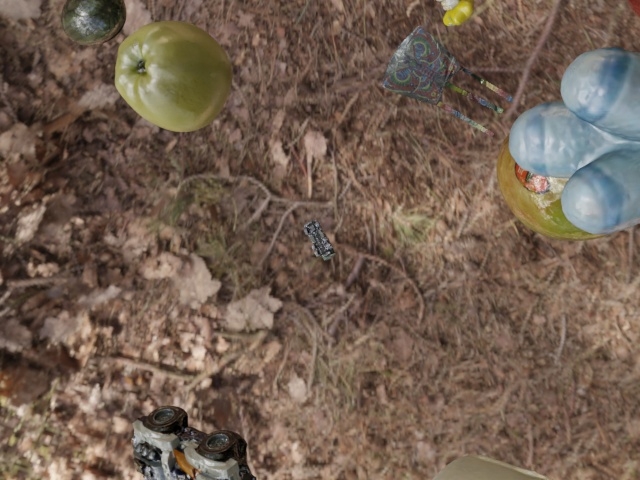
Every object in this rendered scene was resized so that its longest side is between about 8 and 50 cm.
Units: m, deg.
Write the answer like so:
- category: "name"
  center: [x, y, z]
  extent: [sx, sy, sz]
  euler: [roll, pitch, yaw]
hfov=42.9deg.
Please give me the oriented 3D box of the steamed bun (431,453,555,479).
- category: "steamed bun"
  center: [0.167, 0.343, 0.771]
  extent: [0.146, 0.164, 0.241]
  euler: [7, 123, 38]

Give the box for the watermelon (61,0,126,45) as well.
- category: "watermelon"
  center: [-0.305, -0.301, 1.092]
  extent: [0.111, 0.078, 0.078]
  euler: [-8, 128, 46]

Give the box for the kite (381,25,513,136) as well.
- category: "kite"
  center: [0.274, -0.330, 1.742]
  extent: [0.285, 0.015, 0.152]
  euler: [36, 98, 17]

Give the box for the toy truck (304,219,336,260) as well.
- category: "toy truck"
  center: [0.000, 0.000, 1.707]
  extent: [0.039, 0.083, 0.044]
  euler: [-32, 161, 12]

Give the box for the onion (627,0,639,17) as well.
- category: "onion"
  center: [0.775, -0.576, 1.681]
  extent: [0.341, 0.341, 0.341]
  euler: [0, 121, 0]

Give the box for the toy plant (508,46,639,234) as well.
- category: "toy plant"
  center: [0.372, -0.111, 0.885]
  extent: [0.332, 0.247, 0.247]
  euler: [1, 124, 28]

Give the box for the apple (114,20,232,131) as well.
- category: "apple"
  center: [-0.248, -0.278, 1.374]
  extent: [0.200, 0.200, 0.200]
  euler: [0, 121, 0]

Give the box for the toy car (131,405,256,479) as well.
- category: "toy car"
  center: [-0.246, 0.433, 1.534]
  extent: [0.301, 0.118, 0.193]
  euler: [13, 122, 35]

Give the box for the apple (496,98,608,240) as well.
- category: "apple"
  center: [0.395, -0.113, 1.233]
  extent: [0.261, 0.261, 0.194]
  euler: [-25, 111, 14]

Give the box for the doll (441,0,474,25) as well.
- category: "doll"
  center: [0.268, -0.500, 1.670]
  extent: [0.071, 0.135, 0.113]
  euler: [-44, 85, 2]
